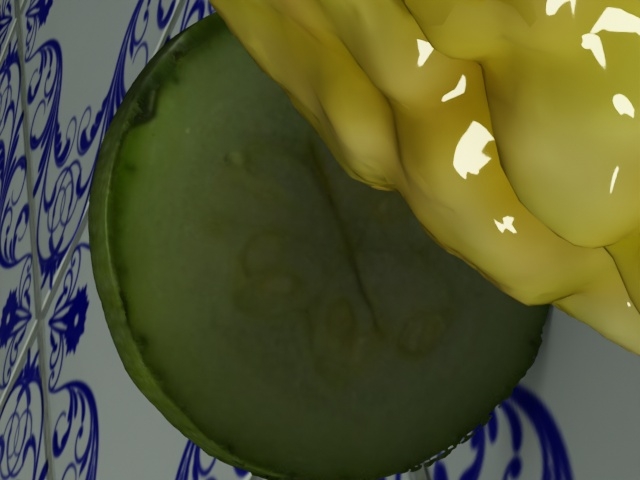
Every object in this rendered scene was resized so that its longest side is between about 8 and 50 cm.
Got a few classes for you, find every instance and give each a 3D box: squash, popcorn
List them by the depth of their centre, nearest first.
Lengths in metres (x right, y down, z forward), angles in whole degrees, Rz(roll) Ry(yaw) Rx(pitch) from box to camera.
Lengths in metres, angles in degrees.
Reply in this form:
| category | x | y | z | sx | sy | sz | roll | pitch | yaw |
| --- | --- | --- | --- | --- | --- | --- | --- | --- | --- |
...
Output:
| category | x | y | z | sx | sy | sz | roll | pitch | yaw |
| --- | --- | --- | --- | --- | --- | --- | --- | --- | --- |
| popcorn | 0.110 | -0.135 | 0.454 | 0.390 | 0.354 | 0.344 | 41 | -127 | -65 |
| squash | 0.003 | -0.001 | 0.817 | 0.041 | 0.219 | 0.219 | -17 | 62 | 60 |
